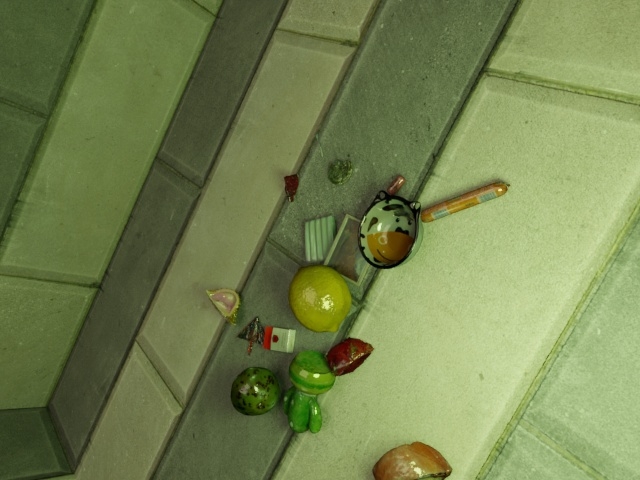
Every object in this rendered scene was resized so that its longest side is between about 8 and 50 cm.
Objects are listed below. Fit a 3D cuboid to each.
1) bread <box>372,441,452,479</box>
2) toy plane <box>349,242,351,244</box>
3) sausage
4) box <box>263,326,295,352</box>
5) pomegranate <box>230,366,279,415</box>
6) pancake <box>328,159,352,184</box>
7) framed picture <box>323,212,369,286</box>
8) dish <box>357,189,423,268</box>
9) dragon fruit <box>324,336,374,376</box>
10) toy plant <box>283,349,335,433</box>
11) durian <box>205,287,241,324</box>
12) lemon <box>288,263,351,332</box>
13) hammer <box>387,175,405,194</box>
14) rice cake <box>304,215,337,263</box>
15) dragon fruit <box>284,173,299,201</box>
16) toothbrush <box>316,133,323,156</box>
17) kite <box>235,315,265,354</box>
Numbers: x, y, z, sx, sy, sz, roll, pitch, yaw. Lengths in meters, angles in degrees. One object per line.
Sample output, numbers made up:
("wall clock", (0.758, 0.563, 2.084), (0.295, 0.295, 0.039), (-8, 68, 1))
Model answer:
("bread", (0.272, 0.753, 1.488), (0.244, 0.190, 0.123), (-51, 39, 22))
("toy plane", (0.114, 0.018, 1.911), (0.102, 0.040, 0.111), (32, 98, 30))
("sausage", (0.491, -0.131, 1.624), (0.348, 0.053, 0.053), (-22, 65, 34))
("box", (-0.183, 0.436, 2.045), (0.152, 0.048, 0.100), (-3, 74, 42))
("pomegranate", (-0.288, 0.631, 1.985), (0.211, 0.211, 0.263), (-64, 29, 7))
("pancake", (0.084, -0.299, 2.034), (0.130, 0.023, 0.116), (12, 89, 41))
("framed picture", (0.132, 0.039, 1.869), (0.184, 0.016, 0.249), (28, 97, 22))
("dish", (0.279, -0.027, 1.725), (0.303, 0.120, 0.302), (-12, 72, 42))
("dragon fruit", (0.104, 0.423, 1.758), (0.161, 0.127, 0.120), (-47, 61, 22))
("toy plant", (-0.052, 0.614, 1.828), (0.224, 0.185, 0.315), (34, 117, 45))
("durian", (-0.468, 0.321, 2.260), (0.183, 0.132, 0.165), (9, 95, 30))
("lemon", (-0.003, 0.226, 1.817), (0.267, 0.267, 0.267), (-12, 71, 38))
("hammer", (0.297, -0.217, 1.820), (0.083, 0.043, 0.043), (-50, 52, 19))
("rice cake", (0.000, 0.000, 2.013), (0.189, 0.037, 0.198), (-9, 73, 38))
("dragon fruit", (-0.147, -0.245, 2.189), (0.063, 0.097, 0.131), (-5, 95, 43))
("toothbrush", (-0.004, -0.443, 2.155), (0.013, 0.011, 0.131), (-45, 51, 49))
("kite", (-0.320, 0.446, 2.180), (0.232, 0.009, 0.189), (6, 83, 42))
